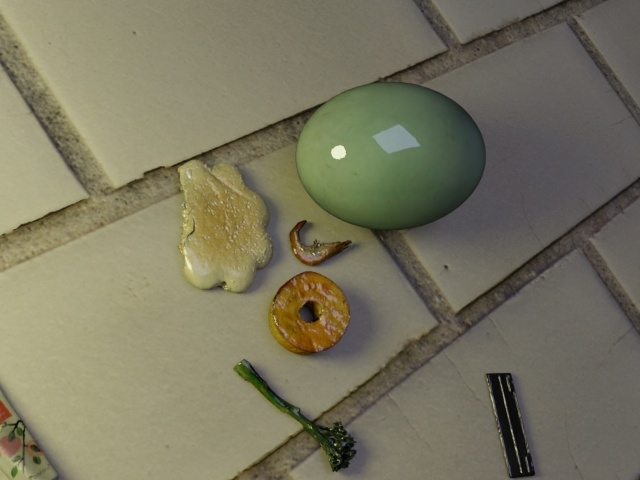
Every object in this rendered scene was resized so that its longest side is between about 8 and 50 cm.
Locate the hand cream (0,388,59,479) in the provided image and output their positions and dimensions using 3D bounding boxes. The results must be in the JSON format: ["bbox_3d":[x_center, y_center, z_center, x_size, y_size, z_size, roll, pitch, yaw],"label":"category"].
[{"bbox_3d":[-0.438,0.270,1.200,0.080,0.050,0.234,-37,83,-35],"label":"hand cream"}]

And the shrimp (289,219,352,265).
[{"bbox_3d":[0.000,0.000,1.615,0.127,0.025,0.091,-10,71,-32],"label":"shrimp"}]

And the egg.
[{"bbox_3d":[0.135,-0.156,1.616,0.389,0.276,0.276,-7,71,-31],"label":"egg"}]

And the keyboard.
[{"bbox_3d":[0.367,0.354,1.677,0.067,0.011,0.202,3,66,-29],"label":"keyboard"}]

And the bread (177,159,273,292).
[{"bbox_3d":[-0.163,-0.029,1.520,0.182,0.039,0.250,8,63,-28],"label":"bread"}]

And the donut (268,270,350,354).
[{"bbox_3d":[-0.024,0.131,1.514,0.152,0.058,0.151,13,61,-25],"label":"donut"}]

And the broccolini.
[{"bbox_3d":[-0.036,0.282,1.436,0.254,0.057,0.071,44,9,-9],"label":"broccolini"}]
